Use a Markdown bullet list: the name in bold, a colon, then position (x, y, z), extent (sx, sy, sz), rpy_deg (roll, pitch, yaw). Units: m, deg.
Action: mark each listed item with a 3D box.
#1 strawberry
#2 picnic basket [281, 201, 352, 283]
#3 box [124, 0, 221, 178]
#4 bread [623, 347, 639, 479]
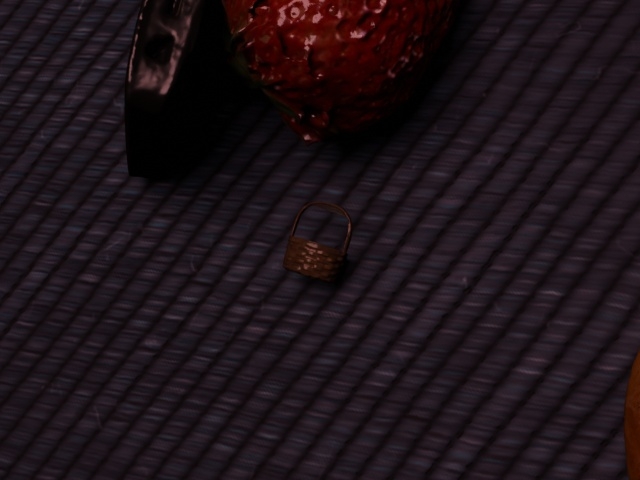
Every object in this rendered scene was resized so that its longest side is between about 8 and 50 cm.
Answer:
- **strawberry**: position (0.030, -0.259, 1.636), extent (0.288, 0.238, 0.250), rpy_deg (-34, 68, -5)
- **picnic basket**: position (0.000, 0.000, 1.637), extent (0.072, 0.072, 0.083), rpy_deg (16, 90, 28)
- **box**: position (-0.158, -0.234, 1.690), extent (0.073, 0.289, 0.290), rpy_deg (14, 73, -2)
- **bread**: position (0.339, 0.146, 1.442), extent (0.154, 0.054, 0.136), rpy_deg (-28, 58, 9)
